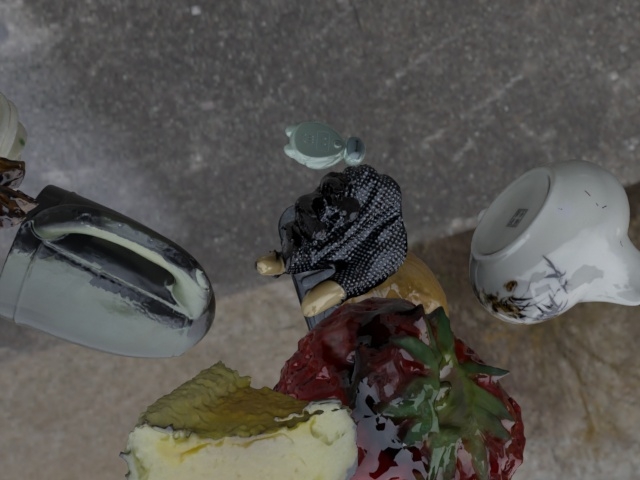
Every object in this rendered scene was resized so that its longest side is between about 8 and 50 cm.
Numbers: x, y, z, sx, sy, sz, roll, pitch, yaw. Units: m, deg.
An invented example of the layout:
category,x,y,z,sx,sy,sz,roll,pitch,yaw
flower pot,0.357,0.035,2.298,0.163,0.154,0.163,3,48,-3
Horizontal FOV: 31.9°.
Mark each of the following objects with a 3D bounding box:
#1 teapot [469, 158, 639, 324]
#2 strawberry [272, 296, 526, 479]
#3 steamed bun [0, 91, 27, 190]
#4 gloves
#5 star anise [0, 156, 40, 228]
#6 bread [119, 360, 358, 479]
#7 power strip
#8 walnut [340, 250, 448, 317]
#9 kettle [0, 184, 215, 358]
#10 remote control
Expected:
category,x,y,z,sx,sy,sz,roll,pitch,yaw
teapot,0.267,0.005,1.308,0.166,0.208,0.300,25,177,-7
strawberry,0.064,0.211,1.281,0.292,0.291,0.310,8,166,-33
steamed bun,-0.472,-0.140,1.496,0.183,0.183,0.106,10,137,-35
gloves,-0.001,-0.003,1.157,0.181,0.106,0.129,-13,128,-34
star anise,-0.429,-0.081,1.331,0.177,0.234,0.073,12,122,-33
bread,-0.058,0.187,0.915,0.160,0.140,0.169,12,-162,22
power strip,0.003,-0.092,1.131,0.083,0.055,0.035,8,153,-10
walnut,0.104,0.093,1.567,0.144,0.144,0.180,-18,111,8
kettle,-0.312,0.054,1.754,0.324,0.228,0.321,23,146,-4
remote control,0.004,0.070,1.756,0.090,0.266,0.066,-19,170,0
